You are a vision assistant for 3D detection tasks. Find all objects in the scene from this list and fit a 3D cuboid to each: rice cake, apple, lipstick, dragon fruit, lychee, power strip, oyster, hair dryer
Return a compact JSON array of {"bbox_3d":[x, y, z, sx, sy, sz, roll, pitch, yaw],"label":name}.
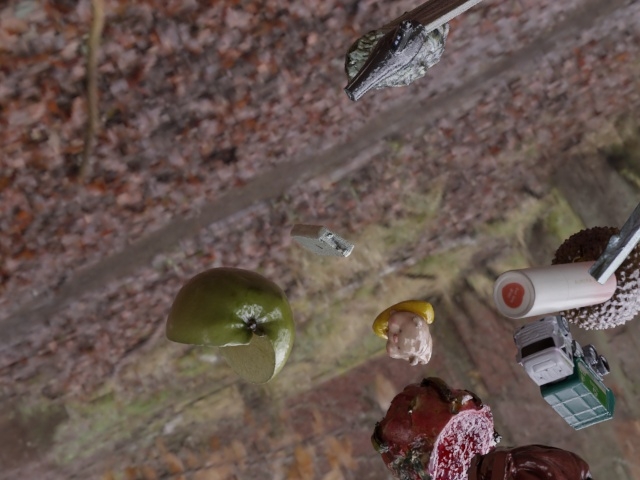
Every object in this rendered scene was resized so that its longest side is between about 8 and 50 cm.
[{"bbox_3d":[0.479,-0.011,1.518,0.042,0.030,0.180,28,99,-48],"label":"rice cake"},{"bbox_3d":[-0.191,0.180,2.267,0.295,0.233,0.258,29,158,-24],"label":"apple"},{"bbox_3d":[0.442,0.088,1.820,0.087,0.087,0.327,-33,161,37],"label":"lipstick"},{"bbox_3d":[0.237,0.360,1.829,0.282,0.210,0.147,-2,-175,-35],"label":"dragon fruit"},{"bbox_3d":[0.706,0.098,2.455,0.268,0.267,0.267,-25,171,-4],"label":"lychee"},{"bbox_3d":[0.000,0.000,1.948,0.035,0.081,0.192,-59,-163,-10],"label":"power strip"},{"bbox_3d":[0.169,-0.428,2.302,0.351,0.162,0.158,-38,-161,-36],"label":"oyster"},{"bbox_3d":[0.128,-0.351,1.777,0.195,0.075,0.219,-45,177,-9],"label":"hair dryer"}]

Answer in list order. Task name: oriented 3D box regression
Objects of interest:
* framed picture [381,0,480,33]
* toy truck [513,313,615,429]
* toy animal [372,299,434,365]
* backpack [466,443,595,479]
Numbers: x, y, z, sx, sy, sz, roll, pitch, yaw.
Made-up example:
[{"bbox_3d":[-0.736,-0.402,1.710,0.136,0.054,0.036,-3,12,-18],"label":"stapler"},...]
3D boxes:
[{"bbox_3d":[0.278,-0.516,2.137,0.265,0.018,0.192,-33,-158,-14],"label":"framed picture"},{"bbox_3d":[0.459,0.249,1.820,0.114,0.124,0.253,-27,129,27],"label":"toy truck"},{"bbox_3d":[0.123,0.148,1.449,0.091,0.114,0.082,0,-146,1],"label":"toy animal"},{"bbox_3d":[0.265,0.380,1.292,0.139,0.229,0.229,11,152,-27],"label":"backpack"}]
